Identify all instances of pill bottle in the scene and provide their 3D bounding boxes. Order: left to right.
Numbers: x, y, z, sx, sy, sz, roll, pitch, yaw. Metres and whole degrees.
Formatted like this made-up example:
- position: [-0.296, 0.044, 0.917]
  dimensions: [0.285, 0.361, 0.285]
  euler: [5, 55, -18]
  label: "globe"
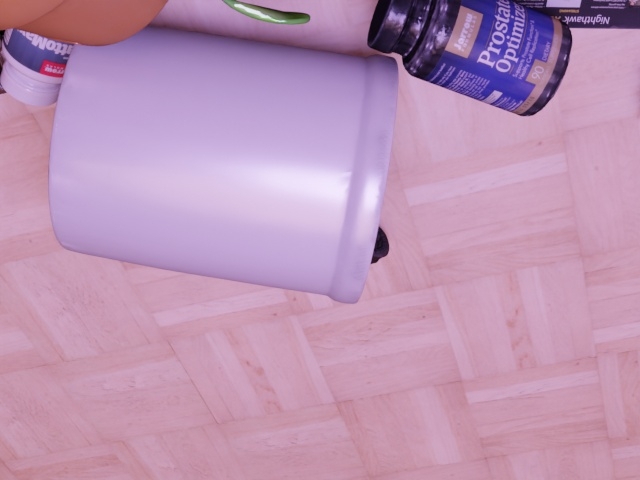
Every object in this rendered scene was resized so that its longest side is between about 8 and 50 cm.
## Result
- position: [-0.356, -0.270, 1.095]
  dimensions: [0.108, 0.108, 0.180]
  euler: [24, 127, -16]
  label: "pill bottle"
- position: [0.173, -0.237, 0.986]
  dimensions: [0.219, 0.123, 0.123]
  euler: [17, 128, -11]
  label: "pill bottle"

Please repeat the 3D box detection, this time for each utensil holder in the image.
- position: [-0.117, -0.108, 1.084]
  dimensions: [0.385, 0.328, 0.328]
  euler: [10, 129, -2]
  label: "utensil holder"

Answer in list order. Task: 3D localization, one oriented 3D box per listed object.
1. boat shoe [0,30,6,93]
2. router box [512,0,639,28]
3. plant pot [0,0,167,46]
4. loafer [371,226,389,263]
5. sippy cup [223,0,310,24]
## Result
- position: [-0.462, -0.277, 1.127]
  dimensions: [0.066, 0.066, 0.183]
  euler: [-1, 139, -3]
  label: "boat shoe"
- position: [0.275, -0.382, 0.993]
  dimensions: [0.308, 0.081, 0.243]
  euler: [2, 130, 1]
  label: "router box"
- position: [-0.277, -0.335, 0.872]
  dimensions: [0.290, 0.291, 0.203]
  euler: [-24, 159, 20]
  label: "plant pot"
- position: [0.000, 0.000, 1.329]
  dimensions: [0.220, 0.080, 0.078]
  euler: [11, 139, 0]
  label: "loafer"
- position: [-0.013, -0.409, 0.906]
  dimensions: [0.224, 0.240, 0.305]
  euler: [7, 145, -18]
  label: "sippy cup"
